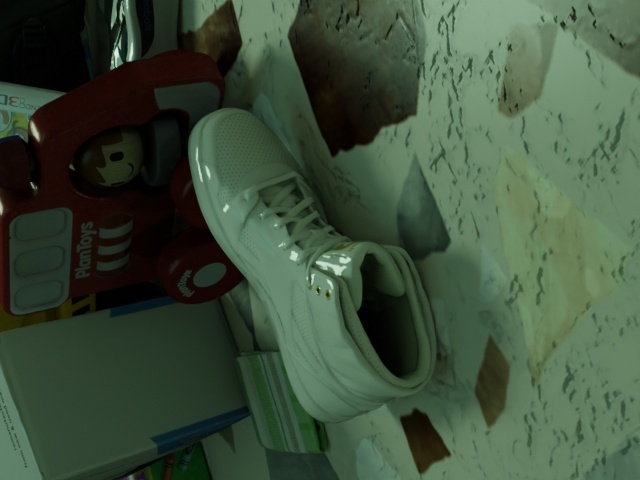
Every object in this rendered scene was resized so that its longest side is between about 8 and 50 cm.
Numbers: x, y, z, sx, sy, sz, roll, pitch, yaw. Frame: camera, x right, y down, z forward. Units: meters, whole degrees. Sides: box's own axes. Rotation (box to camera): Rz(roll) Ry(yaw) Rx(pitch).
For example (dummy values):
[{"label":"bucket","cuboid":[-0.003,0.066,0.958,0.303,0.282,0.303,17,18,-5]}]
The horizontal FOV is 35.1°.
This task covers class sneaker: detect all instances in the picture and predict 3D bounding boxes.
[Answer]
[{"label":"sneaker","cuboid":[0.000,0.000,0.825,0.293,0.108,0.169,63,151,4]},{"label":"sneaker","cuboid":[-0.209,-0.214,1.156,0.121,0.079,0.217,45,132,51]}]

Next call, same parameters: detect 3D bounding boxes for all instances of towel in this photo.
[{"label":"towel","cuboid":[-0.041,0.169,1.077,0.152,0.023,0.113,-16,91,61]}]

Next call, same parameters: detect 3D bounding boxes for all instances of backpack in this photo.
[{"label":"backpack","cuboid":[-0.439,-0.183,1.412,0.273,0.290,0.356,45,157,43]}]

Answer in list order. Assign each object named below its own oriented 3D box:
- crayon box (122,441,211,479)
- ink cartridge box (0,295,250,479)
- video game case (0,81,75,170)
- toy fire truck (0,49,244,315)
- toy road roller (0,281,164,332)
[{"label":"crayon box","cuboid":[-0.242,0.350,1.483,0.278,0.081,0.165,-26,79,62]},{"label":"ink cartridge box","cuboid":[-0.312,0.221,1.215,0.395,0.285,0.166,-33,74,44]},{"label":"video game case","cuboid":[-0.354,-0.069,1.199,0.206,0.026,0.227,11,101,14]},{"label":"toy fire truck","cuboid":[-0.203,-0.048,1.015,0.169,0.254,0.302,58,149,31]},{"label":"toy road roller","cuboid":[-0.337,0.006,1.319,0.202,0.240,0.330,49,144,41]}]
